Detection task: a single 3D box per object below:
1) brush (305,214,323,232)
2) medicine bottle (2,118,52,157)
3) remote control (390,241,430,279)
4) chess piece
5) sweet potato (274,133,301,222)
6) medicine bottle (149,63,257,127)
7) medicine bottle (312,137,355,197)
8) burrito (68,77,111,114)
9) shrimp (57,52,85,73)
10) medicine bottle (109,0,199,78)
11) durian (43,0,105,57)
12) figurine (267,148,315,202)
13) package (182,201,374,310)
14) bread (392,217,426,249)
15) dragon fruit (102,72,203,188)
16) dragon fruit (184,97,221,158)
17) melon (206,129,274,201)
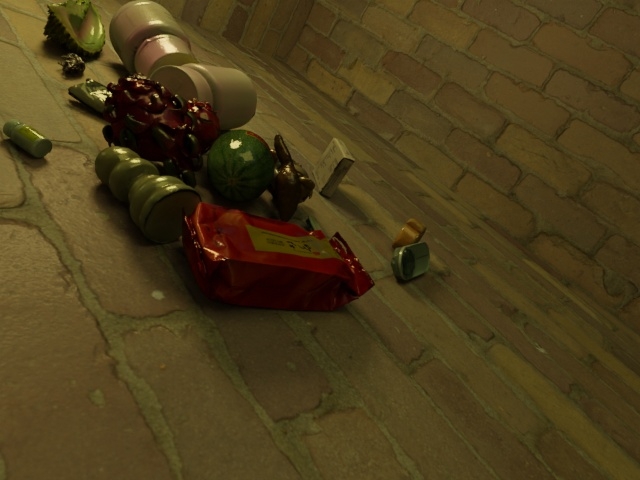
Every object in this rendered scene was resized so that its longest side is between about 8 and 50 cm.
[{"bbox_3d":[0.000,0.000,1.219,0.033,0.030,0.178,26,30,-52],"label":"brush"},{"bbox_3d":[-0.599,-0.210,0.882,0.083,0.047,0.047,35,25,4],"label":"medicine bottle"},{"bbox_3d":[0.287,0.062,1.354,0.052,0.104,0.247,-3,3,33],"label":"remote control"},{"bbox_3d":[-0.371,-0.114,0.889,0.243,0.133,0.133,38,25,22],"label":"chess piece"},{"bbox_3d":[-0.091,-0.169,1.194,0.075,0.075,0.269,5,76,-45],"label":"sweet potato"},{"bbox_3d":[-0.376,-0.467,1.422,0.214,0.213,0.378,34,24,4],"label":"medicine bottle"},{"bbox_3d":[0.041,-0.275,1.603,0.052,0.171,0.201,24,25,-24],"label":"medicine bottle"},{"bbox_3d":[-0.536,-0.356,1.204,0.309,0.066,0.096,24,36,-17],"label":"burrito"},{"bbox_3d":[-0.751,-0.532,1.299,0.065,0.056,0.165,38,10,-25],"label":"shrimp"},{"bbox_3d":[-0.576,-0.661,1.519,0.241,0.241,0.301,-4,52,-52],"label":"medicine bottle"},{"bbox_3d":[-0.815,-0.731,1.458,0.158,0.169,0.355,21,32,-24],"label":"durian"},{"bbox_3d":[-0.133,-0.208,1.335,0.274,0.133,0.194,41,-5,25],"label":"figurine"},{"bbox_3d":[-0.090,0.044,0.911,0.424,0.123,0.196,10,35,-41],"label":"package"},{"bbox_3d":[0.306,-0.017,1.489,0.073,0.122,0.149,36,24,16],"label":"bread"},{"bbox_3d":[-0.394,-0.272,1.050,0.273,0.198,0.218,28,34,-9],"label":"dragon fruit"},{"bbox_3d":[-0.338,-0.304,1.195,0.133,0.136,0.165,22,61,-57],"label":"dragon fruit"},{"bbox_3d":[-0.215,-0.208,1.170,0.183,0.182,0.287,22,24,-20],"label":"melon"}]
